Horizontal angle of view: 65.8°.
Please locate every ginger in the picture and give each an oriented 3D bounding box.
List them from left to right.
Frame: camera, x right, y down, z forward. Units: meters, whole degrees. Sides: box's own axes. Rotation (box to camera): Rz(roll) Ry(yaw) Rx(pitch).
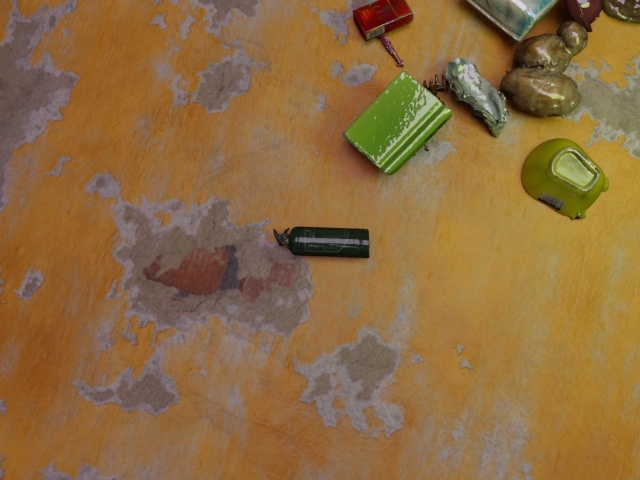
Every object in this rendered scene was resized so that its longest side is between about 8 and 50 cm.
[{"bbox_3d":[0.709,-0.542,1.561,0.245,0.155,0.303,13,90,21],"label":"ginger"}]

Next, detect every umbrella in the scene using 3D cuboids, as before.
[{"bbox_3d":[0.233,-0.653,1.671,0.027,0.025,0.165,-32,84,-18],"label":"umbrella"}]

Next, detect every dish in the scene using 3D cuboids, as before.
[{"bbox_3d":[0.778,-0.204,1.546,0.262,0.108,0.221,42,88,7],"label":"dish"}]

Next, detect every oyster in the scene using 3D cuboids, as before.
[{"bbox_3d":[0.508,-0.477,1.603,0.252,0.087,0.199,25,65,-11],"label":"oyster"}]

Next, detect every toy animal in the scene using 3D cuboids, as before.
[{"bbox_3d":[0.299,-0.410,1.609,0.244,0.087,0.259,-1,86,2],"label":"toy animal"}]

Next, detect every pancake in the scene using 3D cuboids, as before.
[{"bbox_3d":[1.050,-0.821,1.630,0.242,0.050,0.241,0,84,4],"label":"pancake"}]

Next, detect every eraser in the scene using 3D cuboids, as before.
[{"bbox_3d":[0.238,-0.359,1.549,0.210,0.092,0.274,45,98,11],"label":"eraser"}]

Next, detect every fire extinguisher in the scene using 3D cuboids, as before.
[{"bbox_3d":[0.000,0.000,1.577,0.312,0.095,0.114,1,46,2],"label":"fire extinguisher"}]

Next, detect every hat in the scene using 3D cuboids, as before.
[{"bbox_3d":[0.835,-0.757,1.565,0.089,0.206,0.205,-24,81,38],"label":"hat"}]

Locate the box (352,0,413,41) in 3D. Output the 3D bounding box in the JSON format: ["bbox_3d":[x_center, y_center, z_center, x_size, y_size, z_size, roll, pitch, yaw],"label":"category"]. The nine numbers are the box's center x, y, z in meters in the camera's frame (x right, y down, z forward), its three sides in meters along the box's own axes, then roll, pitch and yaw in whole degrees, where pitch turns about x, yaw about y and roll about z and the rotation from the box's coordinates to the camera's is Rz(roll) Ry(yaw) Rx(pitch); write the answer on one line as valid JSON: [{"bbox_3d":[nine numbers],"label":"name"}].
[{"bbox_3d":[0.208,-0.750,1.657,0.175,0.048,0.112,-23,67,0],"label":"box"}]

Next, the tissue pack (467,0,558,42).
[{"bbox_3d":[0.608,-0.796,1.595,0.271,0.124,0.201,42,61,8],"label":"tissue pack"}]
